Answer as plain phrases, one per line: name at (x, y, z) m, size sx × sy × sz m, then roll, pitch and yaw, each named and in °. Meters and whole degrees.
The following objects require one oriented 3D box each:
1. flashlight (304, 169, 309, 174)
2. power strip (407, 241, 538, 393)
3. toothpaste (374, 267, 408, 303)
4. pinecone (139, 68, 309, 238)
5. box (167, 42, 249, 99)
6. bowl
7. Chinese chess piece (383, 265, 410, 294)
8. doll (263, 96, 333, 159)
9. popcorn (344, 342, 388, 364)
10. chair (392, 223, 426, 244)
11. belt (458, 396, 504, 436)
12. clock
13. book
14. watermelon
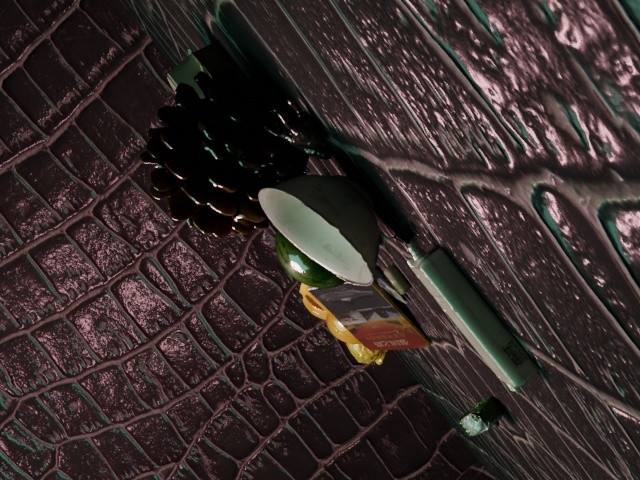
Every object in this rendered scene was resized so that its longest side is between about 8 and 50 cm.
flashlight at (-0.064, -0.211, 2.021) m, size 0.121 × 0.057 × 0.036 m, roll -119°, pitch 27°, yaw -77°
power strip at (0.274, 0.133, 1.264) m, size 0.338 × 0.058 × 0.098 m, roll 51°, pitch 176°, yaw 1°
toothpaste at (0.196, 0.130, 2.101) m, size 0.060 × 0.038 × 0.233 m, roll 45°, pitch 178°, yaw -30°
pinecone at (-0.220, -0.222, 1.629) m, size 0.398 × 0.397 × 0.398 m, roll 51°, pitch 175°, yaw 6°
box at (-0.303, -0.414, 1.918) m, size 0.221 × 0.166 × 0.290 m, roll 52°, pitch 175°, yaw -5°
bowl at (0.030, -0.053, 1.488) m, size 0.313 × 0.146 × 0.313 m, roll 37°, pitch 163°, yaw 13°
Chinese chess piece at (0.206, 0.106, 1.848) m, size 0.084 × 0.034 × 0.084 m, roll 51°, pitch 178°, yaw 3°
doll at (-0.035, -0.224, 1.452) m, size 0.165 × 0.057 × 0.139 m, roll 35°, pitch 166°, yaw -18°
popcorn at (0.194, 0.362, 2.774) m, size 0.252 × 0.215 × 0.287 m, roll -52°, pitch -37°, yaw -66°
chair at (0.164, -0.012, 1.327) m, size 0.042 × 0.037 × 0.086 m, roll 40°, pitch 179°, yaw -37°
belt at (0.456, 0.500, 1.922) m, size 0.079 × 0.121 × 0.151 m, roll 52°, pitch 171°, yaw 14°
clock at (0.102, 0.221, 2.503) m, size 0.317 × 0.244 × 0.200 m, roll 45°, pitch 156°, yaw 25°
book at (0.161, 0.248, 2.262) m, size 0.262 × 0.028 × 0.374 m, roll -13°, pitch 131°, yaw 42°
watermelon at (0.004, 0.004, 1.762) m, size 0.242 × 0.242 × 0.242 m, roll 51°, pitch 175°, yaw 6°
